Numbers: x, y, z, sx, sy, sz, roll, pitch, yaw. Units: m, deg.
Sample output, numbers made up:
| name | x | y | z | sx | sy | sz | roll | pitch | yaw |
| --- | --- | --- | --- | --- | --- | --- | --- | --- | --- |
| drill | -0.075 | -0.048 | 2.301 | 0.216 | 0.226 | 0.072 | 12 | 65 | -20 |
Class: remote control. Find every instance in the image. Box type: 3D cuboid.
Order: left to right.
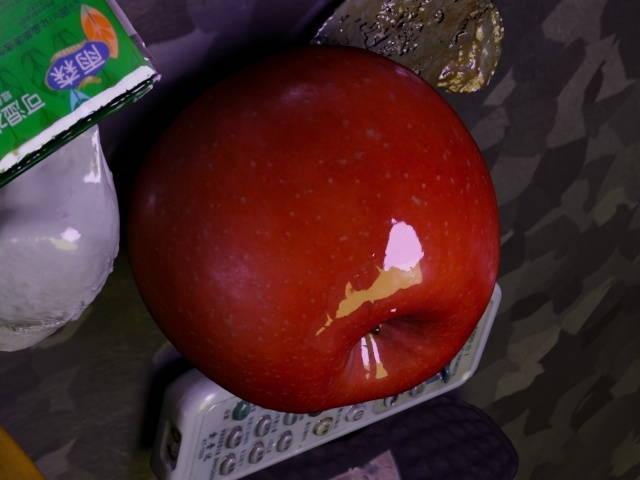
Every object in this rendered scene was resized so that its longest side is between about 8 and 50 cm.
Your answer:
| name | x | y | z | sx | sy | sz | roll | pitch | yaw |
| --- | --- | --- | --- | --- | --- | --- | --- | --- | --- |
| remote control | 0.006 | 0.110 | 1.669 | 0.335 | 0.065 | 0.128 | -19 | 137 | -35 |

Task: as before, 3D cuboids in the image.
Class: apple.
| name | x | y | z | sx | sy | sz | roll | pitch | yaw |
| --- | --- | --- | --- | --- | --- | --- | --- | --- | --- |
| apple | 0.000 | 0.000 | 1.392 | 0.260 | 0.216 | 0.260 | -25 | 149 | -16 |

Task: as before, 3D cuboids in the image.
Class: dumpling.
| name | x | y | z | sx | sy | sz | roll | pitch | yaw |
| --- | --- | --- | --- | --- | --- | --- | --- | --- | --- |
| dumpling | -0.197 | 0.003 | 1.284 | 0.153 | 0.108 | 0.219 | -21 | 138 | -33 |

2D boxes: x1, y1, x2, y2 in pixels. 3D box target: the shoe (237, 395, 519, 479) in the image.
| name | x | y | z | sx | sy | sz | roll | pitch | yaw |
| --- | --- | --- | --- | --- | --- | --- | --- | --- | --- |
| shoe | 0.033 | 0.257 | 1.816 | 0.336 | 0.132 | 0.171 | -12 | 140 | -38 |

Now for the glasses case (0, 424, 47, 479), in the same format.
| name | x | y | z | sx | sy | sz | roll | pitch | yaw |
| --- | --- | --- | --- | --- | --- | --- | --- | --- | --- |
| glasses case | -0.233 | 0.265 | 1.476 | 0.141 | 0.173 | 0.371 | -37 | 145 | -13 |

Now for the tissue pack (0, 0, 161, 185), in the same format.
| name | x | y | z | sx | sy | sz | roll | pitch | yaw |
| --- | --- | --- | --- | --- | --- | --- | --- | --- | --- |
| tissue pack | -0.225 | -0.087 | 1.131 | 0.209 | 0.148 | 0.156 | -36 | -173 | -15 |

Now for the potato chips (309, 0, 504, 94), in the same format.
| name | x | y | z | sx | sy | sz | roll | pitch | yaw |
| --- | --- | --- | --- | --- | --- | --- | --- | --- | --- |
| potato chips | 0.062 | -0.142 | 1.487 | 0.142 | 0.026 | 0.209 | -49 | 147 | 11 |
